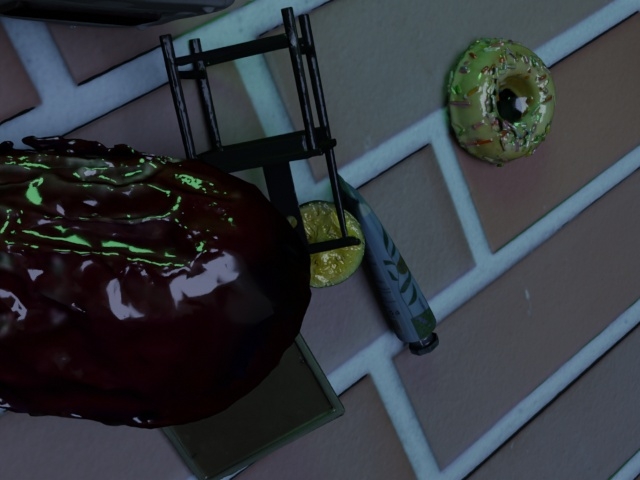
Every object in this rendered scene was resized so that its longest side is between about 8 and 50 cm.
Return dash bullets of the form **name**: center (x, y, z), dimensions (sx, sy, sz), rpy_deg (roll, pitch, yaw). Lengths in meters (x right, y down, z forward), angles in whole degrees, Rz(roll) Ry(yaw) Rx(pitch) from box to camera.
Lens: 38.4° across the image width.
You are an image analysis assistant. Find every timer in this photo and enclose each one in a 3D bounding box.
- **timer**: center (-0.208, -0.244, 0.824), dimensions (0.262, 0.237, 0.087), rpy_deg (-3, 96, -32)

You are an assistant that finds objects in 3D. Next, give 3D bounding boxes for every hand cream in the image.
- **hand cream**: center (0.080, 0.035, 1.135), dimensions (0.055, 0.088, 0.256), rpy_deg (-27, 113, 4)

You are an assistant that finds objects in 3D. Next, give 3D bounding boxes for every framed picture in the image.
- **framed picture**: center (-0.108, 0.135, 1.003), dimensions (0.189, 0.023, 0.260), rpy_deg (-29, 111, 0)

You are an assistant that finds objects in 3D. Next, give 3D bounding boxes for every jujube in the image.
- **jujube**: center (-0.198, 0.039, 0.834), dimensions (0.376, 0.258, 0.258), rpy_deg (9, 89, -3)

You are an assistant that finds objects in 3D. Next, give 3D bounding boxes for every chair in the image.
- **chair**: center (-0.061, -0.096, 0.964), dimensions (0.154, 0.141, 0.260), rpy_deg (-10, 99, 10)

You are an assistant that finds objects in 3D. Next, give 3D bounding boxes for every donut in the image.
- **donut**: center (0.246, -0.186, 1.224), dimensions (0.174, 0.068, 0.175), rpy_deg (-4, 96, -34)

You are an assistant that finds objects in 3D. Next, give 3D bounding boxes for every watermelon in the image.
- **watermelon**: center (0.000, 0.000, 1.078), dimensions (0.105, 0.062, 0.106), rpy_deg (1, 107, 2)
